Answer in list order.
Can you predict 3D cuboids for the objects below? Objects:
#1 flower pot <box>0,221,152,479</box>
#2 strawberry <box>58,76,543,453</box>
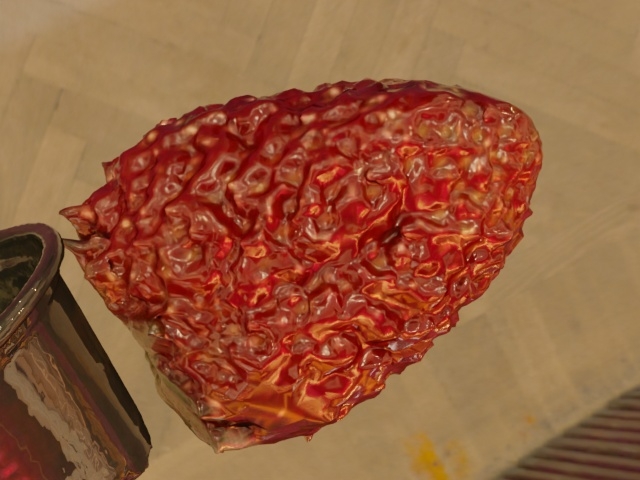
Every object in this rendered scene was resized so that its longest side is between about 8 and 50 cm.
[{"bbox_3d":[-0.146,0.081,0.521,0.157,0.157,0.107,-38,112,-16],"label":"flower pot"},{"bbox_3d":[-0.001,-0.001,0.963,0.343,0.292,0.292,-25,90,-2],"label":"strawberry"}]
